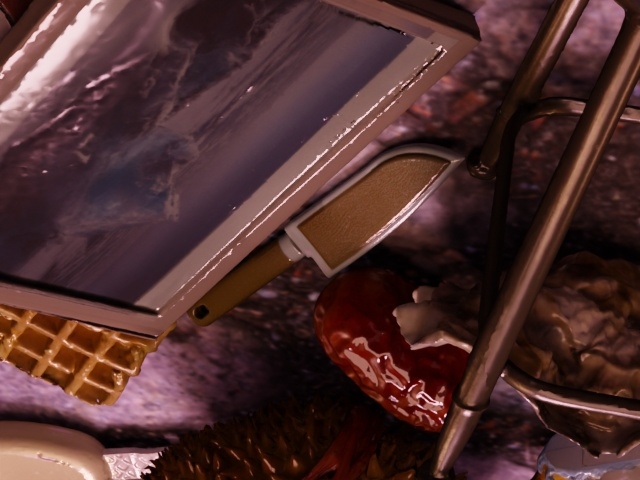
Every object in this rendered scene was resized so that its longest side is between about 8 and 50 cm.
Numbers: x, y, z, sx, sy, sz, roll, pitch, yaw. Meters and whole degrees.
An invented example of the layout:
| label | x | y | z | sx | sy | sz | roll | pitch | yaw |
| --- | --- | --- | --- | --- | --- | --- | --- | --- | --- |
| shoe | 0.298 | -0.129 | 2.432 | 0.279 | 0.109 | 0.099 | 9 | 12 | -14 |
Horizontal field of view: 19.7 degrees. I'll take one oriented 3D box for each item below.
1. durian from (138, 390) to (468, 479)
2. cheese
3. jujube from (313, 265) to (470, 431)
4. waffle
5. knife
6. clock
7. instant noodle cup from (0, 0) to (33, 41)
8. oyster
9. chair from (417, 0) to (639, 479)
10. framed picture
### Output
| label | x | y | z | sx | sy | sz | roll | pitch | yaw |
| --- | --- | --- | --- | --- | --- | --- | --- | --- | --- |
| durian | 0.005 | 0.301 | 1.710 | 0.384 | 0.347 | 0.347 | 13 | 138 | -8 |
| cheese | -0.240 | 0.233 | 1.895 | 0.252 | 0.054 | 0.127 | -5 | 132 | 12 |
| jujube | 0.074 | 0.093 | 1.621 | 0.176 | 0.112 | 0.109 | 40 | 92 | -21 |
| waffle | -0.218 | 0.061 | 1.702 | 0.160 | 0.055 | 0.211 | 28 | 135 | -16 |
| knife | 0.001 | 0.001 | 1.602 | 0.343 | 0.027 | 0.061 | -36 | 93 | 38 |
| clock | 0.292 | 0.236 | 1.738 | 0.231 | 0.103 | 0.144 | -11 | 125 | 22 |
| instant noodle cup | -0.247 | -0.198 | 1.366 | 0.127 | 0.135 | 0.127 | 7 | 137 | 7 |
| oyster | 0.224 | 0.080 | 1.517 | 0.351 | 0.238 | 0.114 | 1 | 114 | -15 |
| chair | 0.286 | -0.065 | 1.242 | 0.362 | 0.364 | 0.410 | 10 | 133 | 4 |
| framed picture | -0.136 | -0.073 | 1.429 | 0.326 | 0.028 | 0.446 | 14 | 137 | -38 |
